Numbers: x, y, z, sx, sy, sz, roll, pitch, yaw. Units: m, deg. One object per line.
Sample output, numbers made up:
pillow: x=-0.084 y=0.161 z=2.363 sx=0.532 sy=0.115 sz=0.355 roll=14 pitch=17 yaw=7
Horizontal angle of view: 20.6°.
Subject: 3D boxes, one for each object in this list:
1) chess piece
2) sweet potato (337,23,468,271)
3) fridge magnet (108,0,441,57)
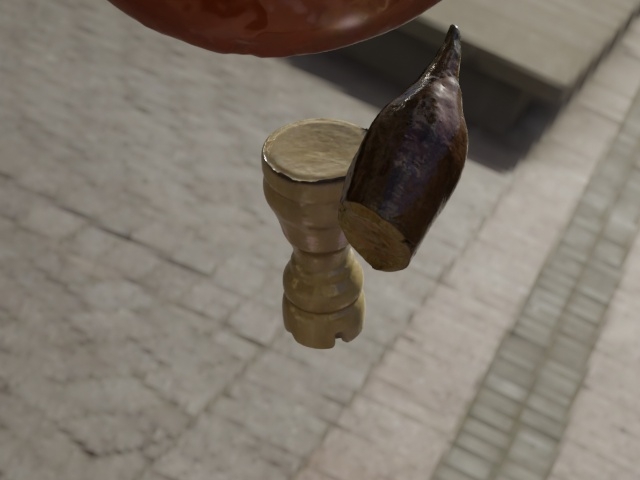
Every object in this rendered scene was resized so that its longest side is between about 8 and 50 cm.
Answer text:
chess piece: x=0.000 y=0.000 z=0.970 sx=0.066 sy=0.122 sz=0.066 roll=0 pitch=35 yaw=0
sweet potato: x=0.040 y=-0.045 z=0.772 sx=0.049 sy=0.117 sz=0.049 roll=19 pitch=-20 yaw=7
fridge magnet: x=-0.026 y=-0.295 z=1.281 sx=0.363 sy=0.363 sz=0.155 roll=27 pitch=-15 yaw=13
